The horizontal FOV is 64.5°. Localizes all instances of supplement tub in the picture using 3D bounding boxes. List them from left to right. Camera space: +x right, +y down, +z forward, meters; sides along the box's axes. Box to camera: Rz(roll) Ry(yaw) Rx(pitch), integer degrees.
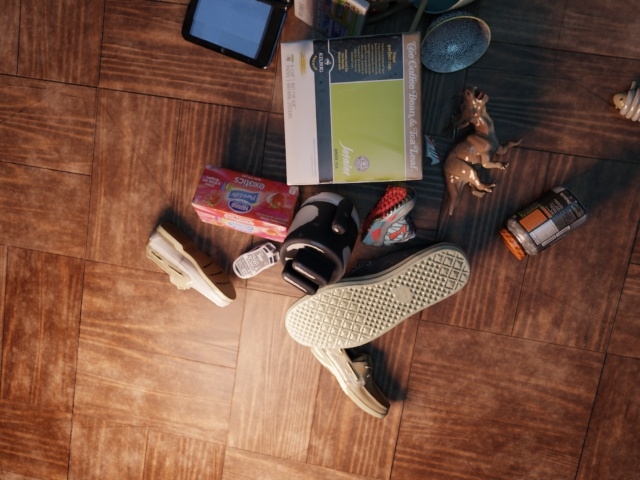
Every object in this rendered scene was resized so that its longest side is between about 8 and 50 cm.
[{"bbox_3d":[0.556,-0.042,1.277,0.190,0.117,0.117,-36,92,11],"label":"supplement tub"}]

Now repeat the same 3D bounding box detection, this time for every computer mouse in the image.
[{"bbox_3d":[-0.154,0.040,1.418,0.193,0.042,0.106,-25,99,4],"label":"computer mouse"}]

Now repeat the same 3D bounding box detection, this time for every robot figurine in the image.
[{"bbox_3d":[-0.003,0.000,1.277,0.209,0.278,0.173,-2,133,26],"label":"robot figurine"}]

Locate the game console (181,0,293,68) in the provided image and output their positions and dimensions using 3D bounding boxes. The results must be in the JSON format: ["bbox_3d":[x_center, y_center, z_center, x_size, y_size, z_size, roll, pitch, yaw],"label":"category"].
[{"bbox_3d":[-0.234,-0.605,1.247,0.293,0.250,0.173,25,74,17],"label":"game console"}]

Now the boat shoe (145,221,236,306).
[{"bbox_3d":[-0.364,0.085,1.421,0.302,0.113,0.103,44,102,10],"label":"boat shoe"}]

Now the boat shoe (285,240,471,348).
[{"bbox_3d":[0.145,0.140,1.333,0.500,0.156,0.186,-25,100,7],"label":"boat shoe"}]

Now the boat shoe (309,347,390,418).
[{"bbox_3d":[0.096,0.356,1.399,0.098,0.109,0.302,-43,85,12],"label":"boat shoe"}]

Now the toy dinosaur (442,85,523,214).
[{"bbox_3d":[0.369,-0.221,1.279,0.200,0.127,0.295,32,113,9],"label":"toy dinosaur"}]

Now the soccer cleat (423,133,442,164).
[{"bbox_3d":[0.286,-0.238,1.328,0.036,0.029,0.083,-28,98,6],"label":"soccer cleat"}]

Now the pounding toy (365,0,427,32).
[{"bbox_3d":[0.140,-0.550,1.191,0.154,0.269,0.154,-12,98,-35],"label":"pounding toy"}]

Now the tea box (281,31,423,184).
[{"bbox_3d":[0.085,-0.308,1.247,0.324,0.220,0.329,0,98,8],"label":"tea box"}]

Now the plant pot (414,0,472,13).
[{"bbox_3d":[0.336,-0.685,1.158,0.195,0.290,0.290,-19,96,-26],"label":"plant pot"}]

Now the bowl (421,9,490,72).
[{"bbox_3d":[0.321,-0.503,1.241,0.170,0.170,0.080,-11,62,9],"label":"bowl"}]

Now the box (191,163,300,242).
[{"bbox_3d":[-0.191,-0.094,1.340,0.257,0.128,0.122,15,71,5],"label":"box"}]

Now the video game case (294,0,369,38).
[{"bbox_3d":[0.021,-0.558,1.226,0.193,0.212,0.023,34,83,2],"label":"video game case"}]

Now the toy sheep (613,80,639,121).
[{"bbox_3d":[0.779,-0.331,1.225,0.132,0.091,0.091,20,100,23],"label":"toy sheep"}]

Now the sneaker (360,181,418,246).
[{"bbox_3d":[0.198,-0.059,1.279,0.125,0.262,0.104,18,65,-9],"label":"sneaker"}]
